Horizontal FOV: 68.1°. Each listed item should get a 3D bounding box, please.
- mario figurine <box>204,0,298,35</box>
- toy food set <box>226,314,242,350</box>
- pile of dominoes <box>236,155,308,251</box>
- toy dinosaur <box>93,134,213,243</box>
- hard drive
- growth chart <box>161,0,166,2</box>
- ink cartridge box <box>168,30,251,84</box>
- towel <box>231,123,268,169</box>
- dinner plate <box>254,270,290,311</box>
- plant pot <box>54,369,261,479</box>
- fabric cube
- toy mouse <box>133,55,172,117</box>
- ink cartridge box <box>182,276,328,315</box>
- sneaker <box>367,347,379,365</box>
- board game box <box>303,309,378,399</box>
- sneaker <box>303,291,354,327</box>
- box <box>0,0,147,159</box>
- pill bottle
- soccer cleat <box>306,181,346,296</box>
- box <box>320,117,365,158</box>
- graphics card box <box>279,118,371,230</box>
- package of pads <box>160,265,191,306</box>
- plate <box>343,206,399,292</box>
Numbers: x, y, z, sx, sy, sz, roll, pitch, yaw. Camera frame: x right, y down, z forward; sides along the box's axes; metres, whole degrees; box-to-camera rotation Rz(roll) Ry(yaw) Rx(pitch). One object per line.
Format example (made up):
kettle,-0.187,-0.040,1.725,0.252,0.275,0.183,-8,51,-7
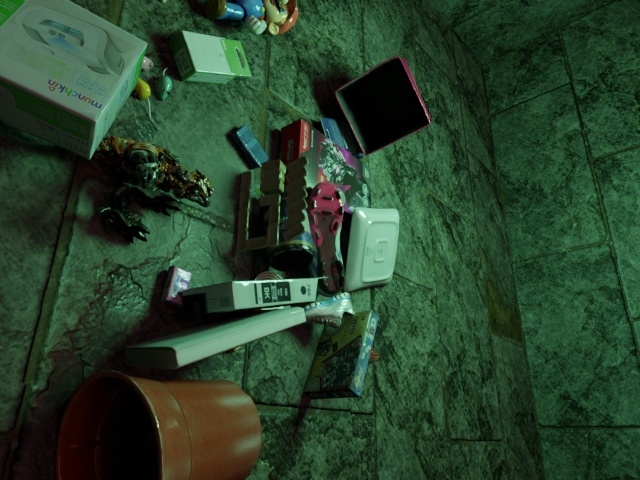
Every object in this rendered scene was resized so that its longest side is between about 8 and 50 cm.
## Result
mario figurine,-0.184,-0.718,1.408,0.320,0.170,0.198,-13,120,-45
toy food set,-0.207,0.220,1.127,0.082,0.020,0.083,-24,94,-52
pile of dominoes,-0.119,-0.093,1.238,0.040,0.195,0.251,46,40,-61
toy dinosaur,-0.378,-0.129,0.995,0.321,0.164,0.219,9,52,-24
hard drive,-0.207,0.193,0.966,0.307,0.203,0.040,-10,88,-47
growth chart,-0.421,-0.734,1.250,0.172,0.021,0.237,41,47,-34
ink cartridge box,-0.292,-0.486,1.275,0.209,0.062,0.109,-21,92,-53
towel,-0.198,-0.262,1.328,0.119,0.029,0.067,56,41,-19
dinner plate,-0.133,0.152,1.249,0.141,0.017,0.141,23,59,-43
plant pot,-0.260,0.359,0.830,0.265,0.272,0.273,16,63,-55
fabric cube,0.236,-0.492,1.722,0.259,0.254,0.258,62,21,-11
toy mouse,-0.401,-0.394,1.128,0.161,0.031,0.143,57,40,-18
ink cartridge box,-0.135,0.127,1.100,0.332,0.165,0.065,2,78,-53
sneaker,0.105,0.354,1.418,0.088,0.093,0.225,49,18,17
board game box,0.059,0.312,1.301,0.042,0.165,0.243,47,44,-28
sneaker,0.014,0.209,1.307,0.190,0.071,0.083,-17,68,-23
box,-0.491,-0.312,0.851,0.261,0.127,0.231,26,54,-18
pill bottle,-0.091,-0.037,1.278,0.122,0.122,0.219,25,44,-43
soccer cleat,0.000,0.000,1.378,0.115,0.143,0.332,1,81,-21
box,0.072,-0.363,1.694,0.225,0.036,0.137,-9,82,-54
graphics card box,0.024,-0.197,1.522,0.370,0.094,0.233,27,56,-44
package of pads,-0.314,0.101,1.034,0.050,0.032,0.083,31,54,-41
plate,0.186,0.031,1.583,0.278,0.045,0.278,-2,102,-51
